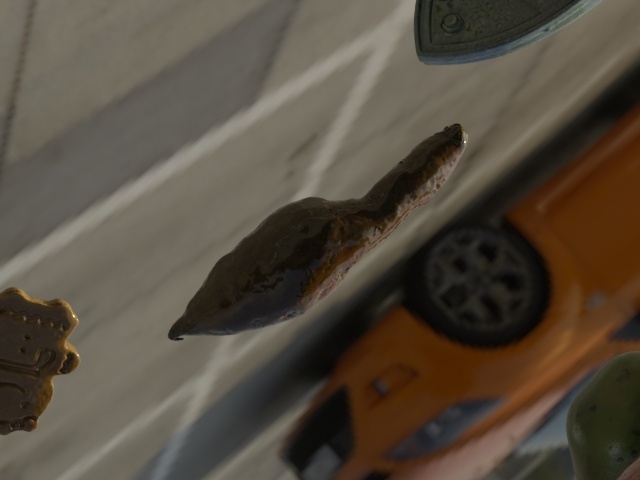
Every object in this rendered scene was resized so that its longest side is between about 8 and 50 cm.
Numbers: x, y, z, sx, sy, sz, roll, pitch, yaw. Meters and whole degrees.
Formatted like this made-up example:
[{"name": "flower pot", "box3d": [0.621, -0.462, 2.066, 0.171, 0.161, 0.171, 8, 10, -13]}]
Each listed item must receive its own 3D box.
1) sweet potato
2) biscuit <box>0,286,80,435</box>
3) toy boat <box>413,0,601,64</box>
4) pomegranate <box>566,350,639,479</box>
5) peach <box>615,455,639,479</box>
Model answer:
[{"name": "sweet potato", "box3d": [0.002, -0.001, 1.313, 0.269, 0.074, 0.075, -35, 170, -4]}, {"name": "biscuit", "box3d": [-0.343, 0.135, 2.013, 0.184, 0.133, 0.027, -54, -153, 18]}, {"name": "toy boat", "box3d": [0.187, -0.250, 1.380, 0.319, 0.141, 0.092, -46, 152, -3]}, {"name": "pomegranate", "box3d": [0.337, 0.198, 1.893, 0.180, 0.180, 0.209, -43, -167, 1]}, {"name": "peach", "box3d": [0.315, 0.294, 1.186, 0.388, 0.388, 0.388, -41, 170, -9]}]
